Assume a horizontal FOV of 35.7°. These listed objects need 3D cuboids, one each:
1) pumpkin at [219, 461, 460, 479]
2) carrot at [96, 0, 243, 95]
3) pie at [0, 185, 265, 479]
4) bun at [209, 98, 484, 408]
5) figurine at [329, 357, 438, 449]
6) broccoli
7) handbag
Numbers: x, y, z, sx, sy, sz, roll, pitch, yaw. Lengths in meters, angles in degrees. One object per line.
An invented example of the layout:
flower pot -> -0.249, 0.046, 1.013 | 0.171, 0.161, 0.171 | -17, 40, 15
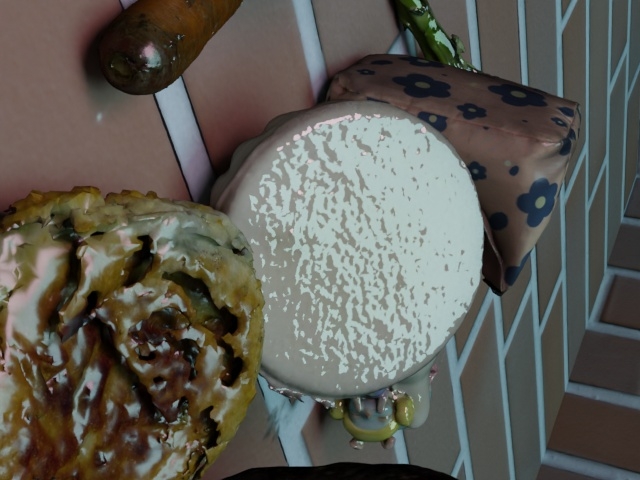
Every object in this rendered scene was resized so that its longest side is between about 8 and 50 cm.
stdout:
pumpkin -> 0.009, 0.375, 0.749 | 0.454, 0.454, 0.344 | -50, 126, -48
carrot -> -0.102, -0.163, 0.731 | 0.186, 0.060, 0.060 | -58, 148, -49
pie -> -0.141, 0.096, 0.682 | 0.308, 0.085, 0.308 | -21, 119, -43
bun -> 0.000, 0.000, 0.902 | 0.263, 0.175, 0.263 | -5, 103, -23
figurine -> 0.081, 0.179, 1.187 | 0.155, 0.127, 0.236 | -79, 167, -50
broccoli -> 0.136, -0.227, 1.190 | 0.122, 0.118, 0.204 | -40, 126, -11
handbag -> 0.131, -0.075, 1.052 | 0.190, 0.251, 0.193 | -47, 151, -61
